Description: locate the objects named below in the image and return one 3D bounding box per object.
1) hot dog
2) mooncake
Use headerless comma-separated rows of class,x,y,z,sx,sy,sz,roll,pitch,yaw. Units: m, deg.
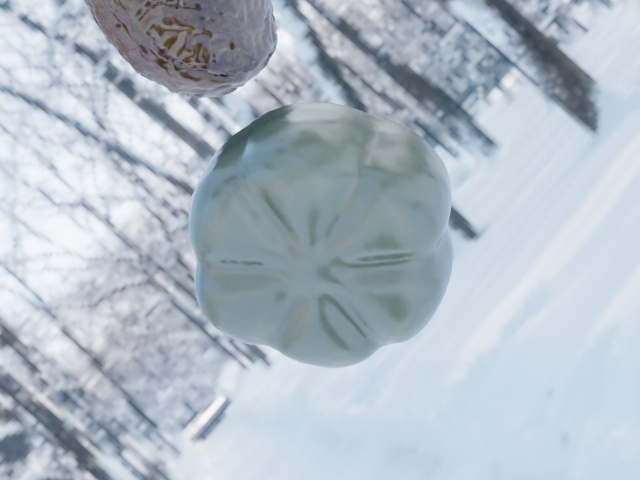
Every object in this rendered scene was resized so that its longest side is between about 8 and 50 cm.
hot dog,-0.164,-0.339,1.541,0.174,0.388,0.267,-4,30,17
mooncake,0.000,0.000,1.380,0.275,0.275,0.135,-48,17,25
